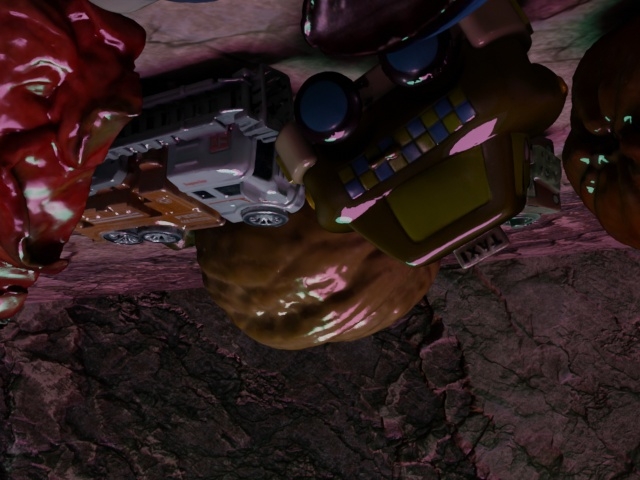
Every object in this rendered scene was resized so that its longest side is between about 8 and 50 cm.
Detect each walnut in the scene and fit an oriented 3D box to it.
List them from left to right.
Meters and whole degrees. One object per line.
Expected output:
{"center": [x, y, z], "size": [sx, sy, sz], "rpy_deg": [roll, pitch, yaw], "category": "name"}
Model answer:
{"center": [0.000, 0.000, 0.949], "size": [0.332, 0.333, 0.333], "rpy_deg": [-6, 171, -1], "category": "walnut"}

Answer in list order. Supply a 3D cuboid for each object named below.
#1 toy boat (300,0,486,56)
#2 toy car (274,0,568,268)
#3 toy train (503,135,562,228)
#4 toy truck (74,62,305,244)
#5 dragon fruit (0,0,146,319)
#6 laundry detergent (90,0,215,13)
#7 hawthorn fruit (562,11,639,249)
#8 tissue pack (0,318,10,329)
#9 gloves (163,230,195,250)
{"center": [0.063, -0.186, 0.470], "size": [0.097, 0.100, 0.223], "rpy_deg": [-41, -167, -25], "category": "toy boat"}
{"center": [0.105, -0.074, 0.638], "size": [0.248, 0.198, 0.204], "rpy_deg": [-33, 170, 20], "category": "toy car"}
{"center": [0.213, -0.071, 1.128], "size": [0.159, 0.129, 0.326], "rpy_deg": [9, 164, -39], "category": "toy train"}
{"center": [-0.163, -0.089, 0.778], "size": [0.338, 0.133, 0.184], "rpy_deg": [-8, 162, 26], "category": "toy truck"}
{"center": [-0.306, -0.061, 0.558], "size": [0.329, 0.228, 0.286], "rpy_deg": [-9, 169, 32], "category": "dragon fruit"}
{"center": [-0.037, -0.185, 0.353], "size": [0.289, 0.094, 0.143], "rpy_deg": [-13, 166, 35], "category": "laundry detergent"}
{"center": [0.359, -0.108, 0.655], "size": [0.261, 0.258, 0.258], "rpy_deg": [-36, 174, -7], "category": "hawthorn fruit"}
{"center": [-0.667, 0.047, 1.087], "size": [0.210, 0.198, 0.370], "rpy_deg": [-4, 171, 13], "category": "tissue pack"}
{"center": [-0.233, -0.039, 1.154], "size": [0.268, 0.107, 0.135], "rpy_deg": [1, -160, -47], "category": "gloves"}
